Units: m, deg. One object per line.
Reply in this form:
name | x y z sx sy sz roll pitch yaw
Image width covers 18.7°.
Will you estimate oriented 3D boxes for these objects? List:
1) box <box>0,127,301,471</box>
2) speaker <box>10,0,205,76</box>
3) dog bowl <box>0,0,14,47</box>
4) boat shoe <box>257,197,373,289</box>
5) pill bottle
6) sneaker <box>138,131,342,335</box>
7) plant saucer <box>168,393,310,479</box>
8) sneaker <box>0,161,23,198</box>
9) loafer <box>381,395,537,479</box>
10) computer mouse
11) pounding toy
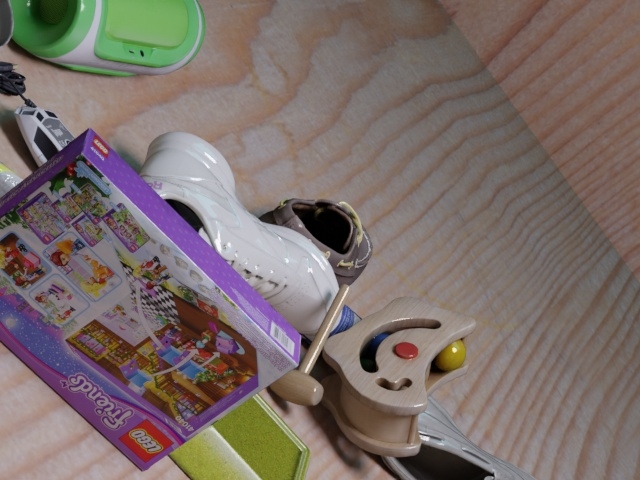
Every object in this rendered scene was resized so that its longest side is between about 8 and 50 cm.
box | -0.188 0.060 1.803 0.293 0.201 0.057 46 22 -21
speaker | -0.251 -0.264 2.291 0.131 0.131 0.296 59 21 13
dog bowl | -0.458 -0.290 1.882 0.349 0.102 0.348 45 18 -19
boat shoe | 0.000 0.000 2.455 0.116 0.097 0.324 59 21 14
pill bottle | 0.019 0.111 2.362 0.120 0.067 0.067 42 23 -29
sneaker | -0.104 0.021 2.221 0.305 0.114 0.152 43 36 -16
plant saucer | -0.076 0.217 2.019 0.188 0.045 0.188 49 21 -14
sneaker | -0.297 -0.018 1.878 0.240 0.091 0.126 52 7 -26
loafer | 0.179 0.304 2.361 0.319 0.112 0.111 39 29 -16
computer mouse | -0.300 -0.111 2.064 0.193 0.042 0.106 50 15 5
pounding toy | 0.084 0.139 2.238 0.154 0.154 0.269 31 41 31
